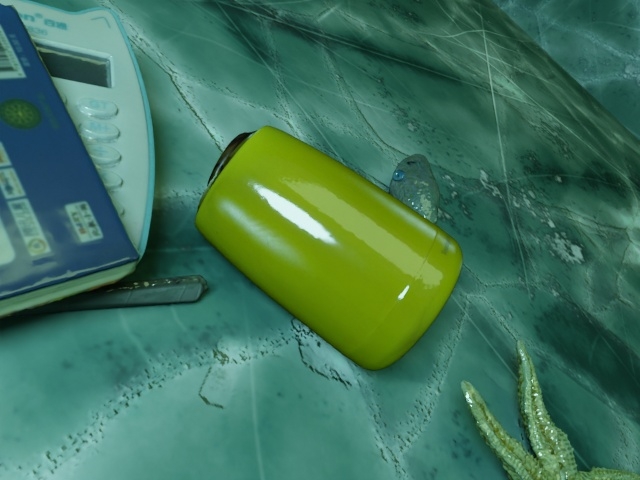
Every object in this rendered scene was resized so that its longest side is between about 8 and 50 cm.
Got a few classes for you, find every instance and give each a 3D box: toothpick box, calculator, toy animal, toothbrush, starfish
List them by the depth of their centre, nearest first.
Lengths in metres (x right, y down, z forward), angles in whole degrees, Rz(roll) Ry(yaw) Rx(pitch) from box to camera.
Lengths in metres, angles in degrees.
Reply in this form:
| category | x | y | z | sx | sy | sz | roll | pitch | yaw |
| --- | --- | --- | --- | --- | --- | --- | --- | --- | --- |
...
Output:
| category | x | y | z | sx | sy | sz | roll | pitch | yaw |
| --- | --- | --- | --- | --- | --- | --- | --- | --- | --- |
| toothbrush | -0.234 | 0.051 | 0.508 | 0.297 | 0.030 | 0.030 | -2 | 45 | -39 |
| calculator | -0.291 | -0.108 | 0.554 | 0.256 | 0.054 | 0.386 | 5 | 52 | -31 |
| toothpick box | 0.000 | 0.000 | 0.635 | 0.271 | 0.175 | 0.175 | 36 | 39 | -1 |
| starfish | 0.298 | 0.291 | 0.674 | 0.347 | 0.078 | 0.357 | 16 | 45 | -27 |
| toy animal | 0.134 | -0.029 | 0.865 | 0.079 | 0.070 | 0.253 | 5 | 54 | 11 |

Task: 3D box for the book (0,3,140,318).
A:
| category | x | y | z | sx | sy | sz | roll | pitch | yaw |
| --- | --- | --- | --- | --- | --- | --- | --- | --- | --- |
| book | -0.380 | -0.046 | 0.391 | 0.428 | 0.039 | 0.300 | -18 | 71 | -40 |
